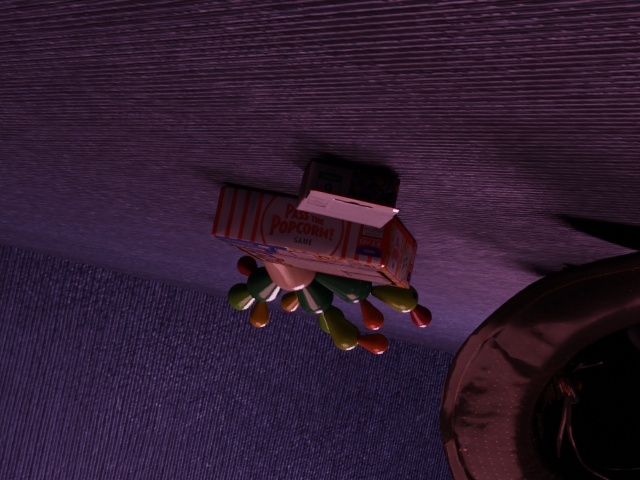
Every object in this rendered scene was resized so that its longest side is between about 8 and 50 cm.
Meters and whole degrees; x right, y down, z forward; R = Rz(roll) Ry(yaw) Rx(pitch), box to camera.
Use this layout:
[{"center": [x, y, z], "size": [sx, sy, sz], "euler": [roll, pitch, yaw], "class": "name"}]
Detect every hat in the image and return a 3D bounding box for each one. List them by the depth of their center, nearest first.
[{"center": [0.251, 0.093, 1.211], "size": [0.331, 0.331, 0.134], "euler": [12, -145, -7], "class": "hat"}]

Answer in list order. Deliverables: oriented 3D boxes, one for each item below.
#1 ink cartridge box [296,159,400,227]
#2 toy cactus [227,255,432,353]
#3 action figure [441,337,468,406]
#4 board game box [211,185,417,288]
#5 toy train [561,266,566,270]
[{"center": [0.020, -0.033, 1.102], "size": [0.063, 0.029, 0.115], "euler": [12, 174, -4], "class": "ink cartridge box"}, {"center": [-0.006, 0.037, 1.667], "size": [0.219, 0.112, 0.180], "euler": [11, 157, 31], "class": "toy cactus"}, {"center": [0.333, 0.151, 1.511], "size": [0.370, 0.248, 0.276], "euler": [10, 160, 27], "class": "action figure"}, {"center": [0.000, 0.000, 1.401], "size": [0.147, 0.045, 0.193], "euler": [11, 175, 9], "class": "board game box"}, {"center": [0.234, 0.050, 1.467], "size": [0.027, 0.036, 0.158], "euler": [10, 174, 18], "class": "toy train"}]
